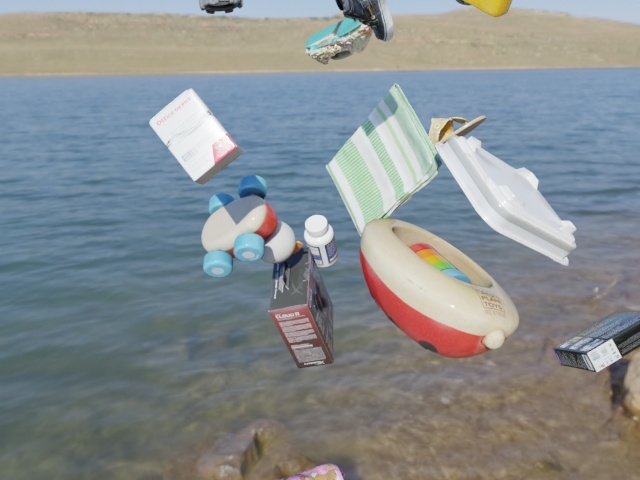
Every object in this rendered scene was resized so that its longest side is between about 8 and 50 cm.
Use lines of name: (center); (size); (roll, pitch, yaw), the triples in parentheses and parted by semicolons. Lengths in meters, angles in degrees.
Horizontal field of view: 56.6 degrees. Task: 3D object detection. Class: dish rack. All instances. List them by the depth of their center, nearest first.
dish rack: (0.412, -0.099, 1.276); (0.333, 0.072, 0.285); (19, 37, -37)

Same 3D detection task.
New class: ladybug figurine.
ladybug figurine: (0.228, 0.103, 1.260); (0.305, 0.161, 0.449); (15, 20, -27)

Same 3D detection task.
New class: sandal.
sandal: (0.288, -0.264, 1.476); (0.240, 0.079, 0.088); (-36, -11, 34)

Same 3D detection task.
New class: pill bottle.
pill bottle: (0.000, 0.000, 1.880); (0.094, 0.169, 0.094); (-6, 50, 7)

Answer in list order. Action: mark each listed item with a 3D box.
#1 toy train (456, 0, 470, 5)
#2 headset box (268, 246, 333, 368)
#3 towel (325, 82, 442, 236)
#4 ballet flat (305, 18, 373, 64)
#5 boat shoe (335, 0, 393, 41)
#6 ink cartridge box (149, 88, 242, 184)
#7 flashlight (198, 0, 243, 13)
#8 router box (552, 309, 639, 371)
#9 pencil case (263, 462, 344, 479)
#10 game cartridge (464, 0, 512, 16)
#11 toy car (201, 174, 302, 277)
toy train: (0.399, -0.708, 1.473); (0.190, 0.142, 0.334); (3, -11, 35)
headset box: (-0.050, 0.178, 1.647); (0.110, 0.293, 0.218); (-11, 42, 11)
towel: (0.145, -0.186, 1.481); (0.038, 0.247, 0.325); (-10, -24, -37)
ballet flat: (0.059, -0.445, 1.312); (0.077, 0.091, 0.241); (39, -18, -29)
boat shoe: (0.077, -0.422, 1.084); (0.083, 0.065, 0.183); (-28, -29, 3)
ink cartridge box: (-0.244, -0.203, 1.171); (0.109, 0.150, 0.063); (-38, -5, 3)
flashlight: (-0.247, -0.679, 1.345); (0.103, 0.303, 0.103); (-10, 9, -12)
router box: (0.589, 0.202, 1.218); (0.179, 0.046, 0.133); (-27, -1, -9)
pencil case: (-0.137, 0.483, 0.999); (0.386, 0.167, 0.160); (-4, -10, -11)
game cartridge: (0.272, -0.615, 1.067); (0.053, 0.323, 0.285); (-31, 59, -35)
toy car: (-0.157, 0.000, 1.519); (0.210, 0.219, 0.238); (-26, -42, 30)
